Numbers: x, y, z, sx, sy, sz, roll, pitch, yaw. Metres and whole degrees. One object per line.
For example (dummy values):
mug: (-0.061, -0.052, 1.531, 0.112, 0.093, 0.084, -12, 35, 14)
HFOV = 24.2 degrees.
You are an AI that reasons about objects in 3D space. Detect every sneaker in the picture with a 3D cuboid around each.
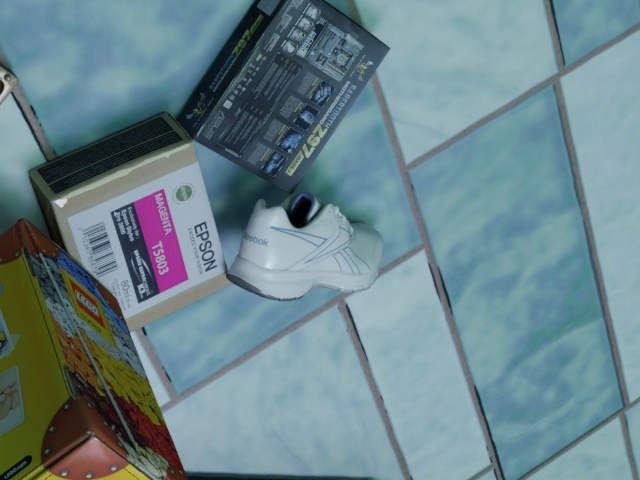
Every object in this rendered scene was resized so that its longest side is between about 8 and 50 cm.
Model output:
sneaker: (0.000, 0.000, 1.957, 0.297, 0.111, 0.129, -10, 118, -58)

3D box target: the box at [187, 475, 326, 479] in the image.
box: (-0.034, 0.580, 2.086, 0.472, 0.480, 0.297, 11, 112, -37)

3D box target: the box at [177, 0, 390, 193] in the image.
box: (-0.045, -0.194, 1.876, 0.183, 0.059, 0.232, 27, 100, -41)

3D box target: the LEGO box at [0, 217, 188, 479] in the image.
LEGO box: (-0.429, 0.274, 1.652, 0.500, 0.372, 0.193, -36, 132, 6)

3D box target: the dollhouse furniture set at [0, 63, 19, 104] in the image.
dollhouse furniture set: (-0.412, -0.143, 1.623, 0.144, 0.123, 0.151, -50, 132, 4)

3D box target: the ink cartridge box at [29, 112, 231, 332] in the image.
ink cartridge box: (-0.231, -0.012, 1.850, 0.193, 0.088, 0.234, -25, 128, -16)
